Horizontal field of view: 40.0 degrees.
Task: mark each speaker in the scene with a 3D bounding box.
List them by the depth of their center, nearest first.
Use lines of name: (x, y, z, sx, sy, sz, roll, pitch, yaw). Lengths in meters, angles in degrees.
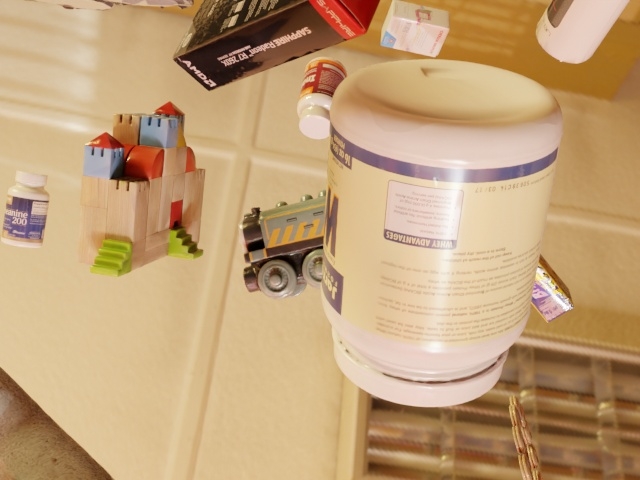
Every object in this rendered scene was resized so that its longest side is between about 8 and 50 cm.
speaker: (0.219, -0.201, 0.687, 0.055, 0.136, 0.055, 4, -117, -9)

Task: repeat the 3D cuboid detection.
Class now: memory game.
memory game: (0.291, 0.307, 1.219, 0.012, 0.186, 0.186, -16, -127, 15)

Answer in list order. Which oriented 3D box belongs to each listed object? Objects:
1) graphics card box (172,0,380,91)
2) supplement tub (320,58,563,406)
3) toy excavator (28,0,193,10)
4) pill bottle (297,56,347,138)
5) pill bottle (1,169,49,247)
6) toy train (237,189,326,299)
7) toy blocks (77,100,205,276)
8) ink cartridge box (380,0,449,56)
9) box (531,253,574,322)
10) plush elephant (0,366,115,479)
graphics card box: (-0.048, -0.372, 1.313, 0.094, 0.371, 0.233, 39, -121, -34)
supplement tub: (0.120, -0.010, 0.950, 0.235, 0.325, 0.235, 2, -152, -1)
toy excavator: (-0.275, -0.308, 0.597, 0.445, 0.222, 0.433, 1, -171, -37)
pill bottle: (0.002, -0.272, 1.685, 0.086, 0.086, 0.152, 12, -126, -4)
pill bottle: (-0.482, -0.052, 1.442, 0.067, 0.067, 0.120, 9, -86, -6)
toy train: (0.000, 0.000, 1.695, 0.333, 0.142, 0.190, -13, -95, 12)
toy blocks: (-0.299, -0.106, 1.519, 0.190, 0.261, 0.381, 9, -169, 13)
ink cartridge box: (0.194, -0.434, 1.800, 0.122, 0.088, 0.052, 11, -122, -8)
box: (0.337, 0.048, 1.415, 0.169, 0.054, 0.059, 49, -159, -16)
plush elephant: (-0.211, 0.304, 0.628, 0.330, 0.272, 0.255, 37, -116, 14)
